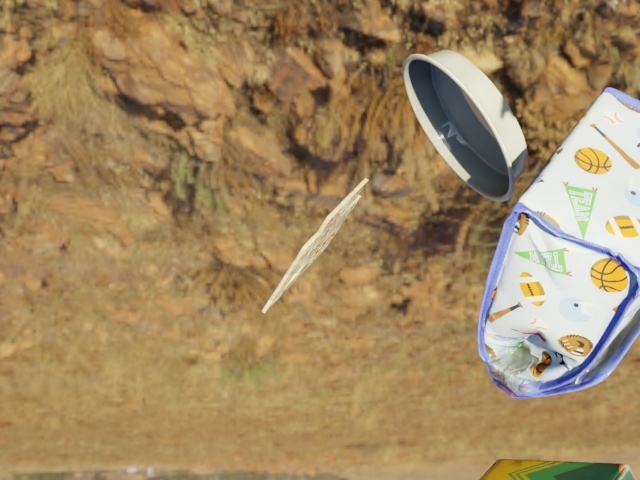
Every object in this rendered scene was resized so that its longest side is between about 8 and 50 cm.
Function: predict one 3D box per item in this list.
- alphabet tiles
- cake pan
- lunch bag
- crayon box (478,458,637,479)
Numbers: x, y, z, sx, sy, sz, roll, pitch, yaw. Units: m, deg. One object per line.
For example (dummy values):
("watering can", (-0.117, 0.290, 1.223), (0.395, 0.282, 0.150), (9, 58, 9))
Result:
("alphabet tiles", (0.000, 0.000, 1.447), (0.009, 0.198, 0.237), (40, 139, 5))
("cake pan", (0.247, -0.200, 1.511), (0.054, 0.293, 0.293), (-35, 164, -8))
("lunch bag", (0.401, 0.033, 1.342), (0.239, 0.328, 0.385), (33, 144, 19))
("crayon box", (0.364, 0.432, 1.345), (0.081, 0.202, 0.318), (-37, -170, -32))
